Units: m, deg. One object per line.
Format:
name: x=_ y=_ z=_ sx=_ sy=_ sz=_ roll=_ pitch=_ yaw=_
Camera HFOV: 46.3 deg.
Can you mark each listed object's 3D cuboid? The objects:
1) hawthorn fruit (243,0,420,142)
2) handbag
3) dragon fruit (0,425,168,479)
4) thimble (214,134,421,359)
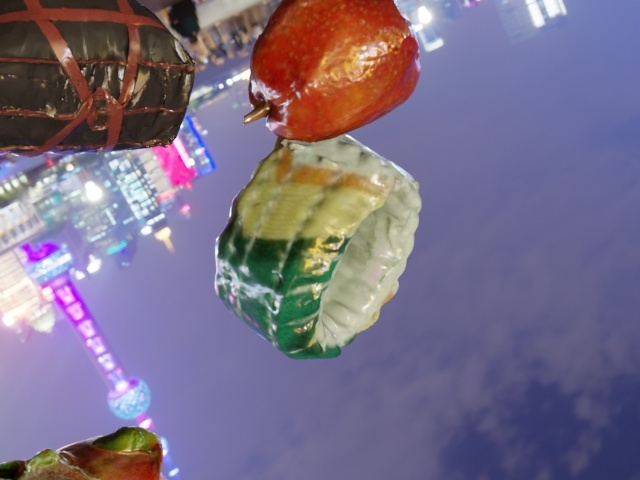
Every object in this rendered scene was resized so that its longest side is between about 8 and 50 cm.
hawthorn fruit: x=0.010 y=-0.185 z=0.756 sx=0.179 sy=0.173 sz=0.173 roll=-29 pitch=-168 yaw=24
handbag: x=-0.233 y=-0.155 z=0.656 sx=0.215 sy=0.169 sz=0.155 roll=-12 pitch=139 yaw=-41
dragon fruit: x=-0.277 y=0.360 z=0.908 sx=0.268 sy=0.295 sz=0.130 roll=-55 pitch=165 yaw=17
thimble: x=0.000 y=0.000 z=0.936 sx=0.167 sy=0.288 sz=0.254 roll=31 pitch=-145 yaw=27
